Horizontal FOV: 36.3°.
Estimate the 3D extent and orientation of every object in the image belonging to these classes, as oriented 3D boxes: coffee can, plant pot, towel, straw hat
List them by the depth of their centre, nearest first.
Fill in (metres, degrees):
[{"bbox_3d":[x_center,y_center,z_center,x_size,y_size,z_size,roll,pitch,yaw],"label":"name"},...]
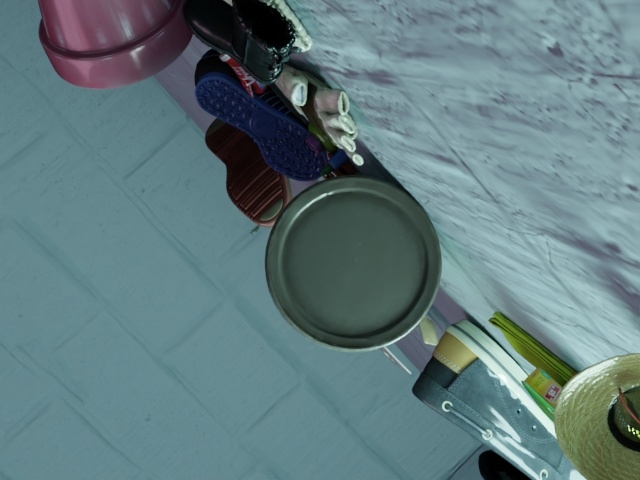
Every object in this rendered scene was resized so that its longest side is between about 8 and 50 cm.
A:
[{"bbox_3d":[0.257,0.130,0.748,0.144,0.144,0.061,47,-143,-3],"label":"straw hat"},{"bbox_3d":[0.293,0.172,1.166,0.102,0.021,0.237,51,175,-38],"label":"towel"},{"bbox_3d":[0.031,0.031,1.238,0.201,0.201,0.275,47,176,0],"label":"coffee can"},{"bbox_3d":[-0.280,-0.324,1.243,0.201,0.201,0.180,44,160,39],"label":"plant pot"}]

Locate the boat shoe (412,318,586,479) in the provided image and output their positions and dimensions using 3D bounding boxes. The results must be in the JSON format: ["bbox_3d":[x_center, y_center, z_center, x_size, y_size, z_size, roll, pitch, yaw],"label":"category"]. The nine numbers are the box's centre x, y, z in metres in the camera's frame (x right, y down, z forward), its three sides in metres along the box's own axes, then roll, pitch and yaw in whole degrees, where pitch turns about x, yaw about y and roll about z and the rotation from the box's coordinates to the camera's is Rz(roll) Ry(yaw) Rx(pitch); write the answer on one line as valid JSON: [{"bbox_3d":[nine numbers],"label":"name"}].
[{"bbox_3d":[0.330,0.340,1.526,0.500,0.156,0.187,47,175,-15],"label":"boat shoe"}]

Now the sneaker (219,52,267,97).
[{"bbox_3d":[-0.090,-0.216,1.222,0.067,0.042,0.118,51,-177,-5],"label":"sneaker"}]

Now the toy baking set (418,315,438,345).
[{"bbox_3d":[0.078,0.053,1.473,0.256,0.030,0.197,37,-145,-12],"label":"toy baking set"}]

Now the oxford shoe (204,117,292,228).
[{"bbox_3d":[-0.109,-0.124,1.863,0.130,0.123,0.348,43,-167,-41],"label":"oxford shoe"}]

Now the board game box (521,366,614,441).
[{"bbox_3d":[0.304,0.218,1.150,0.124,0.039,0.259,43,-177,25],"label":"board game box"}]

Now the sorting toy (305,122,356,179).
[{"bbox_3d":[0.007,-0.106,1.281,0.102,0.042,0.061,49,175,-32],"label":"sorting toy"}]

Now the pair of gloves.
[{"bbox_3d":[-0.048,-0.192,1.015,0.204,0.042,0.240,43,174,46],"label":"pair of gloves"}]

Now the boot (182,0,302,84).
[{"bbox_3d":[-0.073,-0.194,0.886,0.121,0.045,0.099,41,169,-1],"label":"boot"}]

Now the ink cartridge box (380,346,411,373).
[{"bbox_3d":[0.077,0.078,1.843,0.353,0.119,0.207,48,175,-3],"label":"ink cartridge box"}]

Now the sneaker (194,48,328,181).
[{"bbox_3d":[-0.076,-0.175,1.338,0.232,0.081,0.090,38,-149,-32],"label":"sneaker"}]
